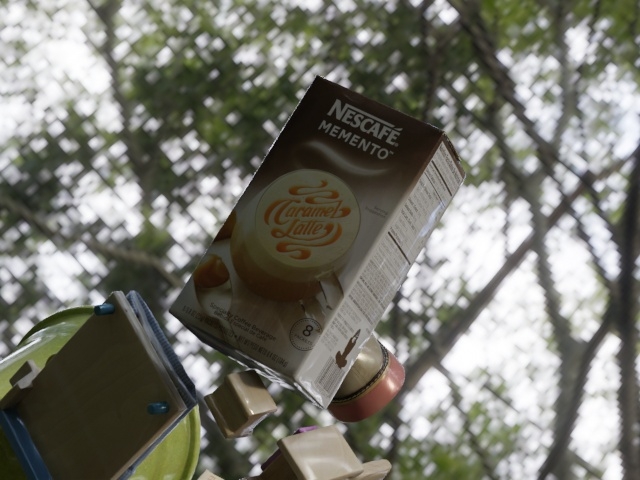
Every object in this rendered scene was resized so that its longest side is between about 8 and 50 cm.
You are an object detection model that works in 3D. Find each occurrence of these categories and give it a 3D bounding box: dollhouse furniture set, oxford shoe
[{"bbox_3d":[-0.101,0.159,1.654,0.286,0.198,0.303,-47,-115,31],"label":"dollhouse furniture set"},{"bbox_3d":[-0.024,0.086,2.061,0.130,0.123,0.348,53,-13,-26],"label":"oxford shoe"}]

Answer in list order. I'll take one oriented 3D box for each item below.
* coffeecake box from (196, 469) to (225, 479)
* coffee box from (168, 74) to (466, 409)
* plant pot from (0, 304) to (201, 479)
[{"bbox_3d":[-0.038,0.260,1.317,0.185,0.142,0.068,27,-68,8],"label":"coffeecake box"},{"bbox_3d":[0.000,0.000,1.583,0.141,0.246,0.098,26,-12,25],"label":"coffee box"},{"bbox_3d":[-0.315,0.230,2.070,0.276,0.254,0.276,4,-80,25],"label":"plant pot"}]
